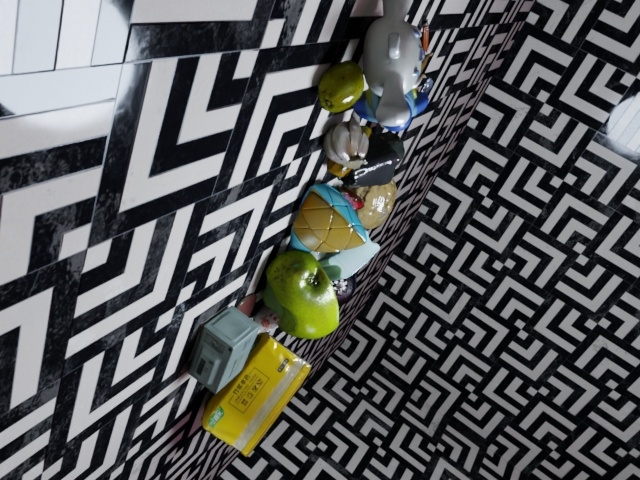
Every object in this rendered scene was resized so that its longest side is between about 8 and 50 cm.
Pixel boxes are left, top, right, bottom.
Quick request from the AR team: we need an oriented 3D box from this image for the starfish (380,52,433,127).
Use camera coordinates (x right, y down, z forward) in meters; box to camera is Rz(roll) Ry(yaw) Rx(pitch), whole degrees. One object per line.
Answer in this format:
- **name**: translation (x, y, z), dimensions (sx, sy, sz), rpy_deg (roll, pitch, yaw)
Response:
- **starfish**: translation (0.279, -0.504, 1.887), dimensions (0.299, 0.060, 0.302), rpy_deg (-56, 165, 12)

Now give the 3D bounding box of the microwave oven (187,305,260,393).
- **microwave oven**: translation (-0.293, 0.324, 1.718), dimensions (0.162, 0.122, 0.208), rpy_deg (-35, 154, -54)

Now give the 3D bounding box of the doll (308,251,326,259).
- **doll**: translation (0.004, -0.006, 1.987), dimensions (0.180, 0.110, 0.107), rpy_deg (-38, 129, -36)

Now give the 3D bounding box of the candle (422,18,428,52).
- **candle**: translation (0.330, -0.648, 1.812), dimensions (0.167, 0.021, 0.026), rpy_deg (55, 44, -73)

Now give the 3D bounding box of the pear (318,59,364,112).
- **pear**: translation (0.050, -0.362, 1.358), dimensions (0.131, 0.107, 0.107), rpy_deg (-61, 168, -20)

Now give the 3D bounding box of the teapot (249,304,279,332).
- **teapot**: translation (-0.175, 0.276, 2.011), dimensions (0.245, 0.116, 0.159), rpy_deg (-19, -177, -29)

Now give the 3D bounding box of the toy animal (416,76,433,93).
- **toy animal**: translation (0.347, -0.508, 2.089), dimensions (0.108, 0.062, 0.220), rpy_deg (-38, 169, -50)

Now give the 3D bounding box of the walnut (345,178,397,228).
- **walnut**: translation (0.174, -0.153, 2.060), dimensions (0.198, 0.198, 0.245), rpy_deg (-42, 160, -43)

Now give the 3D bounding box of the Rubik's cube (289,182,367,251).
- **Rubik's cube**: translation (0.059, -0.072, 1.800), dimensions (0.254, 0.254, 0.254), rpy_deg (-51, 165, -19)

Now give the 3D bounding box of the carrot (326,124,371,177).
- **carrot**: translation (0.082, -0.273, 1.721), dimensions (0.173, 0.082, 0.082), rpy_deg (-63, 166, 0)

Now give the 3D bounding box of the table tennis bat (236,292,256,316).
- **table tennis bat**: translation (-0.277, 0.275, 1.882), dimensions (0.247, 0.022, 0.138), rpy_deg (-63, 164, 19)

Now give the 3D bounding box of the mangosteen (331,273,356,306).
- **mangosteen**: translation (0.030, 0.163, 2.284), dimensions (0.243, 0.243, 0.243), rpy_deg (-51, 165, -19)

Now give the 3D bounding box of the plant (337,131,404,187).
- **plant**: translation (0.163, -0.260, 1.859), dimensions (0.256, 0.164, 0.142), rpy_deg (-30, 151, -28)

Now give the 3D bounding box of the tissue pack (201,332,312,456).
- **tissue pack**: translation (-0.236, 0.534, 2.075), dimensions (0.382, 0.228, 0.293), rpy_deg (-52, -176, -10)

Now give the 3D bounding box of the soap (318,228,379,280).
- **soap**: translation (0.078, 0.060, 2.030), dimensions (0.173, 0.095, 0.289), rpy_deg (-41, -175, -16)

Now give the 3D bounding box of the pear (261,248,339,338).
- **pear**: translation (-0.073, 0.166, 1.840), dimensions (0.176, 0.286, 0.282), rpy_deg (-28, 156, -21)

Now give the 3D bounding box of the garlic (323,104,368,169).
- **garlic**: translation (0.074, -0.300, 1.598), dimensions (0.131, 0.127, 0.194), rpy_deg (-112, -152, -85)

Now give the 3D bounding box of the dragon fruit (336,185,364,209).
- **dragon fruit**: translation (0.065, -0.135, 1.956), dimensions (0.147, 0.096, 0.102), rpy_deg (-17, -174, 24)

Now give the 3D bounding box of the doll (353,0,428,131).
- **doll**: translation (0.189, -0.410, 1.436), dimensions (0.365, 0.187, 0.376), rpy_deg (69, 43, -78)
